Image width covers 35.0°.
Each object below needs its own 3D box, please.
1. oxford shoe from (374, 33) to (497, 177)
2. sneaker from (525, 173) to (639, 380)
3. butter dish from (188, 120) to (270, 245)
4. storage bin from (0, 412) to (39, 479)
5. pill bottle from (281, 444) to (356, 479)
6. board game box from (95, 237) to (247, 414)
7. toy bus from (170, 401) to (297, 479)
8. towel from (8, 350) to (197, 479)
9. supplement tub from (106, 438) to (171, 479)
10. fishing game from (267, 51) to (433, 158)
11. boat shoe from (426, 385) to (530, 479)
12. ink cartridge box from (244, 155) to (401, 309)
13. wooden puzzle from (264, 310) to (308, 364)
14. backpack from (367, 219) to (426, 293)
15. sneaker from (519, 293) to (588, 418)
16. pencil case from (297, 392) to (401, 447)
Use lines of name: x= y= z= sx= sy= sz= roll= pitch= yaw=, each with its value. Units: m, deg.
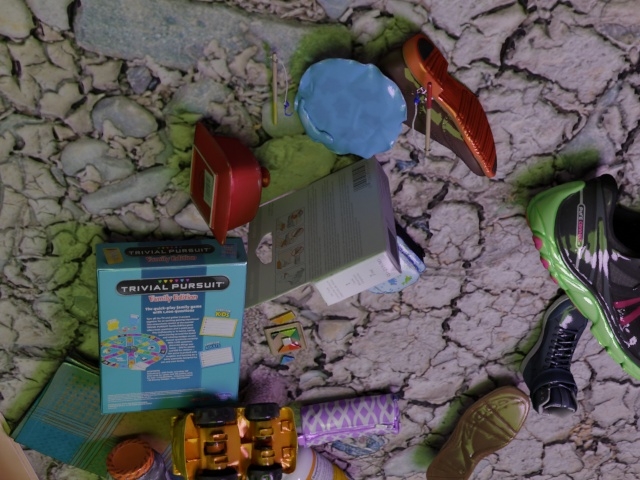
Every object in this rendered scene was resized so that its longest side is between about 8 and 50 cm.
oxford shoe: x=0.188 y=-0.199 z=1.603 sx=0.098 sy=0.097 sz=0.271 roll=-22 pitch=118 yaw=34
sneaker: x=0.545 y=0.077 z=1.744 sx=0.202 sy=0.185 sz=0.483 roll=-31 pitch=122 yaw=23
butter dish: x=-0.138 y=-0.097 z=1.638 sx=0.118 sy=0.160 sz=0.160 roll=-8 pitch=129 yaw=-25
storage bin: x=-0.663 y=0.507 z=1.961 sx=0.123 sy=0.262 sz=0.260 roll=-9 pitch=125 yaw=7
pill bottle: x=-0.039 y=0.486 z=2.042 sx=0.136 sy=0.136 sz=0.246 roll=-37 pitch=118 yaw=22
board game box: x=-0.268 y=0.155 z=1.811 sx=0.254 sy=0.079 sz=0.336 roll=-2 pitch=126 yaw=-14
toy bus: x=-0.179 y=0.383 z=1.920 sx=0.220 sy=0.211 sz=0.149 roll=-1 pitch=84 yaw=-26
towel: x=-0.396 y=0.378 z=2.016 sx=0.370 sy=0.040 sz=0.271 roll=28 pitch=121 yaw=-22
supplement tub: x=-0.351 y=0.488 z=2.004 sx=0.117 sy=0.117 sz=0.190 roll=-10 pitch=127 yaw=5
fishing game: x=0.049 y=-0.208 z=1.582 sx=0.264 sy=0.041 sz=0.189 roll=10 pitch=134 yaw=15
boat shoe: x=0.312 y=0.383 z=2.024 sx=0.105 sy=0.089 sz=0.285 roll=41 pitch=115 yaw=3
ink cartridge box: x=0.000 y=0.000 z=1.613 sx=0.239 sy=0.275 sz=0.060 roll=-25 pitch=123 yaw=15
wooden puzzle: x=-0.065 y=0.185 z=1.903 sx=0.079 sy=0.014 sz=0.116 roll=-16 pitch=125 yaw=10
backpack: x=0.113 y=0.040 z=1.763 sx=0.114 sy=0.084 sz=0.105 roll=-32 pitch=118 yaw=23
sneaker: x=0.444 y=0.221 z=1.857 sx=0.086 sy=0.163 sz=0.226 roll=12 pitch=123 yaw=-8
pencil case: x=0.059 y=0.354 z=1.982 sx=0.206 sy=0.088 sz=0.086 roll=-10 pitch=123 yaw=6
